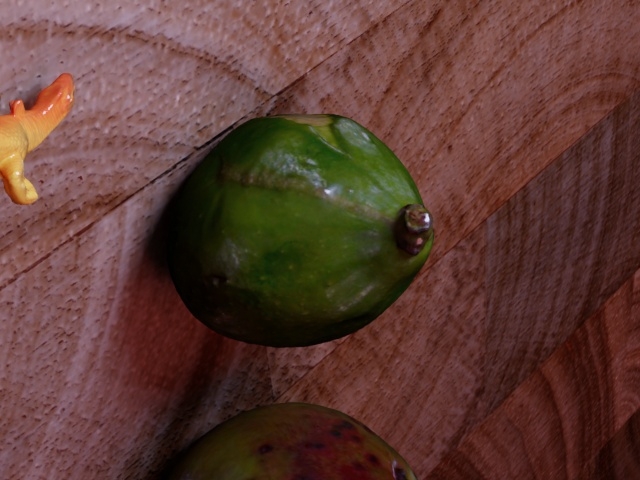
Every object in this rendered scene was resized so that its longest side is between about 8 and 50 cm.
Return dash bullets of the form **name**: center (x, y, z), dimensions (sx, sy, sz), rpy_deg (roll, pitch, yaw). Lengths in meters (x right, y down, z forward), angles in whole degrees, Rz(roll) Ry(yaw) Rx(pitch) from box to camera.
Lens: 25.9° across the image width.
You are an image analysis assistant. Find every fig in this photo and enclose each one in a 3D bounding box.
- **fig**: center (0.000, 0.000, 1.053), dimensions (0.195, 0.245, 0.195), rpy_deg (-12, 109, -40)

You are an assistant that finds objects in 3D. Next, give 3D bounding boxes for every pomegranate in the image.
- **pomegranate**: center (-0.027, 0.314, 1.229), dimensions (0.291, 0.291, 0.323), rpy_deg (-2, 128, -53)

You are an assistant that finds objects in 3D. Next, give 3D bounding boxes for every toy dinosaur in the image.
- **toy dinosaur**: center (-0.254, -0.036, 0.832), dimensions (0.288, 0.070, 0.117), rpy_deg (-42, 133, -33)
